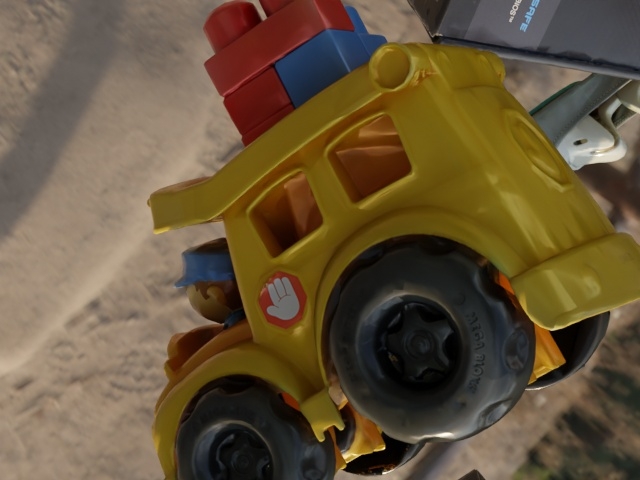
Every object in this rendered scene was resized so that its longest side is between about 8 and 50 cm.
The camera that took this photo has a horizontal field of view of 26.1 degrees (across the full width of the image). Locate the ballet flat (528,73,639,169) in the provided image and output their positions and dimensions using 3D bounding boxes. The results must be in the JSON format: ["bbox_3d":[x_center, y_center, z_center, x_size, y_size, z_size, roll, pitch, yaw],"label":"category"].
[{"bbox_3d":[0.219,-0.099,1.021,0.213,0.068,0.072,-40,152,9],"label":"ballet flat"}]

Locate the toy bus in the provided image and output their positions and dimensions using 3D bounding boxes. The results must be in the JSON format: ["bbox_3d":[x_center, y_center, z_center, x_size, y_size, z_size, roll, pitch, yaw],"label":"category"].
[{"bbox_3d":[0.000,0.000,0.599,0.220,0.211,0.149,-34,171,25],"label":"toy bus"}]

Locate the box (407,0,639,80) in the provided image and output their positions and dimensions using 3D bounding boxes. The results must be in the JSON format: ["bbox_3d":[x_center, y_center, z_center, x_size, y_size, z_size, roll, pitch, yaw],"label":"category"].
[{"bbox_3d":[0.234,-0.233,0.811,0.293,0.073,0.295,7,125,-23],"label":"box"}]

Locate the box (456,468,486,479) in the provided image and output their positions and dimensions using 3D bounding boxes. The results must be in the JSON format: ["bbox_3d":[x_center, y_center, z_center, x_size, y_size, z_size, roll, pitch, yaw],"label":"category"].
[{"bbox_3d":[0.084,0.299,1.112,0.175,0.220,0.051,-35,109,10],"label":"box"}]
